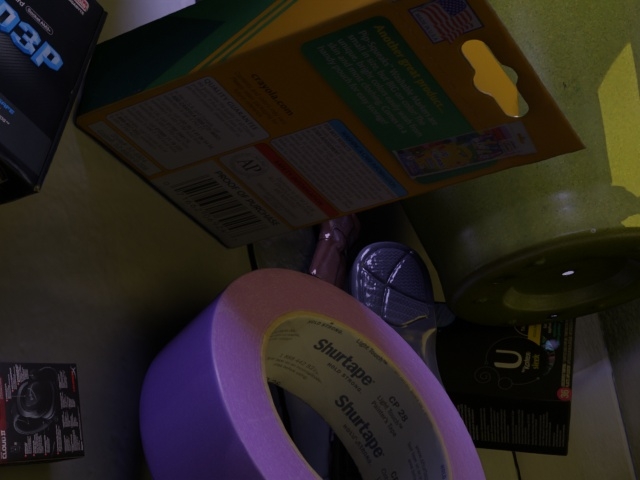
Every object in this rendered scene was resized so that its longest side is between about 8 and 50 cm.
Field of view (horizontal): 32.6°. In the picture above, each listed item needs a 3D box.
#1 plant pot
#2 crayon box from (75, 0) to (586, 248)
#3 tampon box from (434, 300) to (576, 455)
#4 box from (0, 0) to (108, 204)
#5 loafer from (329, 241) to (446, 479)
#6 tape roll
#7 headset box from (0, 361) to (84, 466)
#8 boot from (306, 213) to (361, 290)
[{"bbox_3d":[0.208,-0.114,1.086,0.366,0.367,0.352,24,50,-54],"label":"plant pot"},{"bbox_3d":[0.008,-0.109,0.824,0.203,0.323,0.083,43,43,-44],"label":"crayon box"},{"bbox_3d":[0.182,0.144,1.150,0.101,0.161,0.120,81,18,-45],"label":"tampon box"},{"bbox_3d":[-0.243,-0.153,0.689,0.220,0.051,0.175,47,39,-39],"label":"box"},{"bbox_3d":[0.060,0.153,1.028,0.109,0.095,0.302,8,63,-10],"label":"loafer"},{"bbox_3d":[0.001,0.155,0.824,0.275,0.090,0.274,35,28,-22],"label":"tape roll"},{"bbox_3d":[-0.189,0.108,0.682,0.083,0.032,0.062,10,68,-57],"label":"headset box"},{"bbox_3d":[0.000,0.000,1.059,0.106,0.037,0.114,51,42,-33],"label":"boot"}]
